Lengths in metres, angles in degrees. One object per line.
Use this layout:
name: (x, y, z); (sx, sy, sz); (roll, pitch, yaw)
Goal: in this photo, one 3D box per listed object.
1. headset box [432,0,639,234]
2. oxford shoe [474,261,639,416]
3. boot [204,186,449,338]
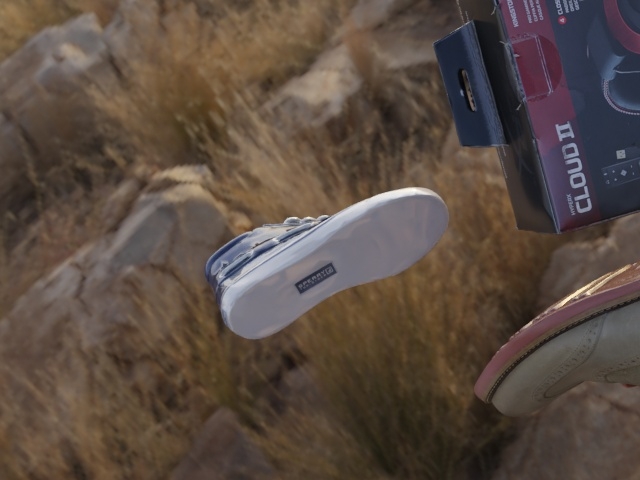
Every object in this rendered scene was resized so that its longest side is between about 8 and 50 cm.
headset box: (0.225, -0.138, 0.836); (0.293, 0.218, 0.110); (-17, 3, -5)
oxford shoe: (0.247, 0.080, 0.932); (0.123, 0.130, 0.348); (-27, -10, -39)
boot: (0.000, 0.000, 0.959); (0.190, 0.069, 0.086); (-26, 33, -7)
